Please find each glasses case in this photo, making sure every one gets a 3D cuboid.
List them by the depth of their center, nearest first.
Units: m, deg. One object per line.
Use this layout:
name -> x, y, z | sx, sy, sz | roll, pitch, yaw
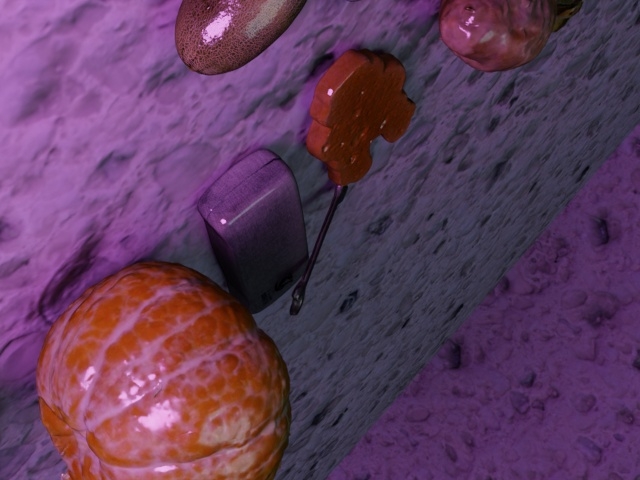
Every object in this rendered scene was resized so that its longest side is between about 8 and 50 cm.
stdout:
glasses case -> -0.087, -0.003, 1.210 | 0.131, 0.074, 0.323 | -40, 158, -15

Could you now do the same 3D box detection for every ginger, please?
ginger -> 0.257, -0.361, 1.108 | 0.244, 0.155, 0.304 | -28, 153, -36

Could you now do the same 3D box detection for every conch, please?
conch -> 0.387, -0.385, 1.430 | 0.089, 0.074, 0.121 | -21, -170, -21

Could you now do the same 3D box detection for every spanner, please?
spanner -> 0.000, 0.000, 1.305 | 0.054, 0.015, 0.254 | 91, 18, -61

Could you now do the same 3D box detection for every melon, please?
melon -> -0.074, -0.225, 0.800 | 0.162, 0.099, 0.099 | -46, 159, 6

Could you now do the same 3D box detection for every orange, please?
orange -> -0.188, 0.190, 1.018 | 0.249, 0.329, 0.329 | -27, 152, -37

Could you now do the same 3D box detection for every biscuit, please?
biscuit -> 0.054, -0.180, 1.206 | 0.186, 0.044, 0.295 | -49, 160, -6
